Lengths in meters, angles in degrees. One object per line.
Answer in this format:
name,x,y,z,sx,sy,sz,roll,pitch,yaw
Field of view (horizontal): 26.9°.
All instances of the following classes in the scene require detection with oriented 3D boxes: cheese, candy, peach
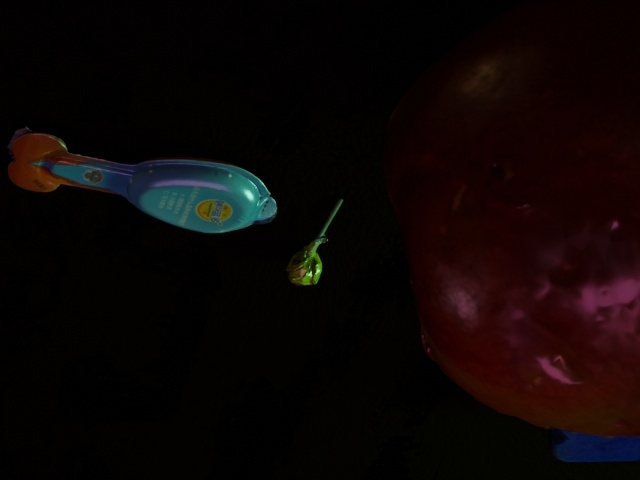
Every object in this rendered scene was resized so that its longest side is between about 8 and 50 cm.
cheese,-0.161,-0.053,1.230,0.256,0.037,0.106,12,142,-15
candy,0.000,0.000,1.315,0.035,0.035,0.123,21,131,-9
peach,0.264,-0.016,1.023,0.417,0.353,0.339,-10,149,0

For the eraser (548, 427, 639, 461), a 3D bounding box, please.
eraser,0.426,0.185,1.511,0.332,0.101,0.155,-1,146,4
